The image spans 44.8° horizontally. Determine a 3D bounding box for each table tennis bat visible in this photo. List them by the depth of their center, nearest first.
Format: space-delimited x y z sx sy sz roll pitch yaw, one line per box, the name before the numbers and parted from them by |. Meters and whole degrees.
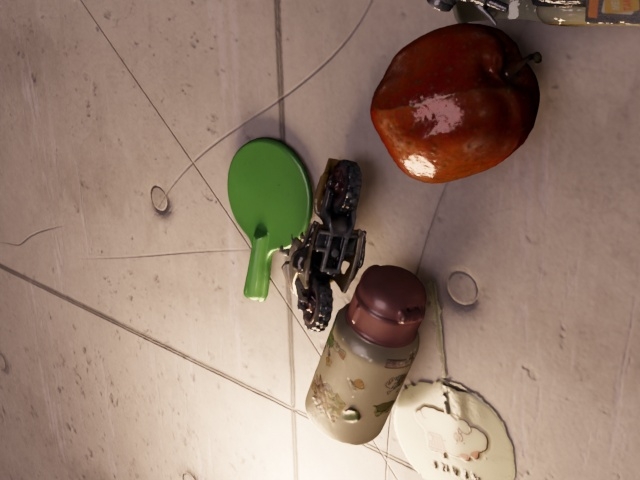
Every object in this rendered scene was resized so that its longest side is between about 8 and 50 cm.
table tennis bat | -0.080 -0.026 1.140 0.160 0.039 0.257 26 118 32

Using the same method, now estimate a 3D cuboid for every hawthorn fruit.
hawthorn fruit | 0.150 -0.146 0.786 0.194 0.157 0.157 -22 92 51

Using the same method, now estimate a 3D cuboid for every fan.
fan | 0.164 0.207 1.026 0.190 0.009 0.329 7 112 41

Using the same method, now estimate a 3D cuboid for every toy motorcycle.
toy motorcycle | 0.197 -0.239 0.705 0.263 0.157 0.091 14 115 37
toy motorcycle | 0.001 0.000 1.023 0.130 0.093 0.229 -133 53 -67

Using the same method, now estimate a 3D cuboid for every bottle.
bottle | 0.064 0.144 1.018 0.120 0.120 0.253 36 127 26
